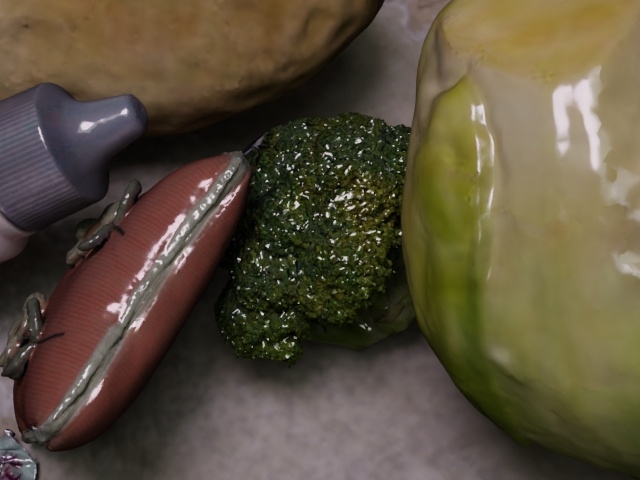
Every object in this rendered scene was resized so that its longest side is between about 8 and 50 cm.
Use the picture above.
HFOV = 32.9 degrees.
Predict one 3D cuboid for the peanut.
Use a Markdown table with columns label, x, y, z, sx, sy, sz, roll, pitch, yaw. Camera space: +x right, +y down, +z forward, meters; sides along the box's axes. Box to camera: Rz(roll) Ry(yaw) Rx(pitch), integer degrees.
| label | x | y | z | sx | sy | sz | roll | pitch | yaw |
| --- | --- | --- | --- | --- | --- | --- | --- | --- | --- |
| peanut | -0.153 | -0.152 | 0.650 | 0.387 | 0.192 | 0.169 | -2 | 55 | 2 |

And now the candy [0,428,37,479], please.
| label | x | y | z | sx | sy | sz | roll | pitch | yaw |
| --- | --- | --- | --- | --- | --- | --- | --- | --- | --- |
| candy | -0.246 | 0.108 | 0.640 | 0.175 | 0.043 | 0.045 | 21 | 63 | 9 |

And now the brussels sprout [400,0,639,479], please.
| label | x | y | z | sx | sy | sz | roll | pitch | yaw |
| --- | --- | --- | --- | --- | --- | --- | --- | --- | --- |
| brussels sprout | 0.174 | -0.007 | 0.548 | 0.294 | 0.227 | 0.259 | 53 | 58 | -26 |

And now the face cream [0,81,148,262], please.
| label | x | y | z | sx | sy | sz | roll | pitch | yaw |
| --- | --- | --- | --- | --- | --- | --- | --- | --- | --- |
| face cream | -0.234 | -0.012 | 0.608 | 0.311 | 0.092 | 0.092 | -22 | 70 | 15 |

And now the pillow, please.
| label | x | y | z | sx | sy | sz | roll | pitch | yaw |
| --- | --- | --- | --- | --- | --- | --- | --- | --- | --- |
| pillow | -0.114 | 0.031 | 0.598 | 0.075 | 0.171 | 0.179 | 35 | 71 | -13 |

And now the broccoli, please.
| label | x | y | z | sx | sy | sz | roll | pitch | yaw |
| --- | --- | --- | --- | --- | --- | --- | --- | --- | --- |
| broccoli | 0.000 | 0.000 | 0.631 | 0.138 | 0.146 | 0.162 | 48 | 61 | -16 |
